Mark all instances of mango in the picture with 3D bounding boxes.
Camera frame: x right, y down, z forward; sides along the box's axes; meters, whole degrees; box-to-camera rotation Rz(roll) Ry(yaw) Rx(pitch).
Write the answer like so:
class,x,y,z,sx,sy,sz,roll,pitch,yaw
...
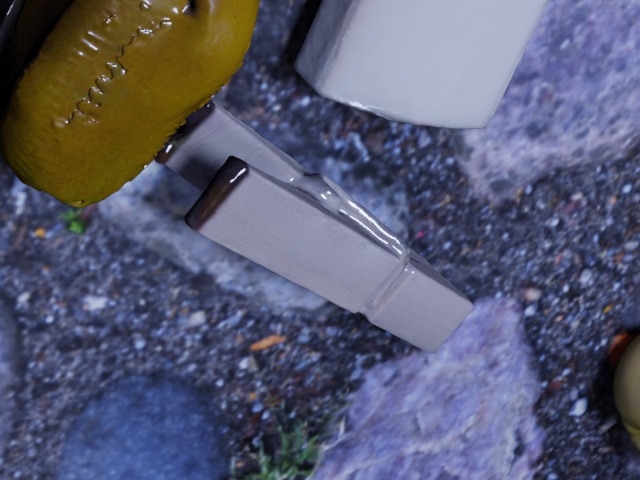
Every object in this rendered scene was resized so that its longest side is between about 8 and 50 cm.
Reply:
class,x,y,z,sx,sy,sz,roll,pitch,yaw
mango,-0.135,-0.135,1.189,0.248,0.156,0.151,-60,166,18

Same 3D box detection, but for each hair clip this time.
class,x,y,z,sx,sy,sz,roll,pitch,yaw
hair clip,0.003,-0.003,1.406,0.331,0.101,0.085,30,101,-43

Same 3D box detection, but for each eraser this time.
class,x,y,z,sx,sy,sz,roll,pitch,yaw
eraser,0.107,-0.223,1.297,0.174,0.095,0.270,6,121,-34

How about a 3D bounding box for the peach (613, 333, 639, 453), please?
class,x,y,z,sx,sy,sz,roll,pitch,yaw
peach,0.390,0.152,1.703,0.184,0.184,0.184,-16,130,-20
